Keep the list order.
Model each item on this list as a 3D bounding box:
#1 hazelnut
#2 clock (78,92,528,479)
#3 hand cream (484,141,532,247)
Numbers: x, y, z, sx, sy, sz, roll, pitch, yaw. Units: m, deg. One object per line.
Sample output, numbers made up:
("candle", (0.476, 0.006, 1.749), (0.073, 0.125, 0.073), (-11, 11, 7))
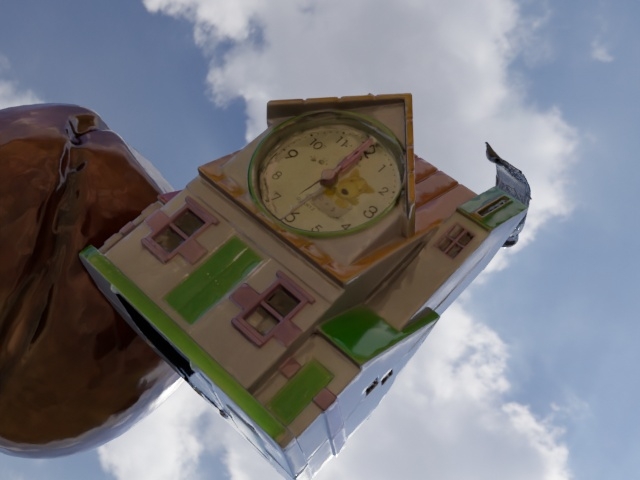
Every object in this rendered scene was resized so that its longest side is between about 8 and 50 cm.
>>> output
("hazelnut", (-0.278, 0.044, 0.751), (0.372, 0.315, 0.372), (15, -123, -23))
("clock", (0.000, 0.000, 0.597), (0.235, 0.166, 0.309), (37, -113, 25))
("hand cream", (0.218, -0.049, 0.838), (0.039, 0.163, 0.062), (-29, -125, -7))
